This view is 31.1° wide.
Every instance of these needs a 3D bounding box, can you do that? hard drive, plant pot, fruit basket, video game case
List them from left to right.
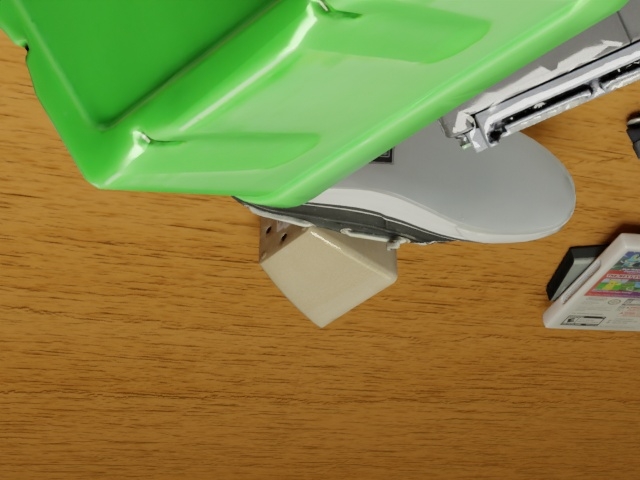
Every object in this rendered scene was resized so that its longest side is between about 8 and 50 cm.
[{"bbox_3d":[-0.036,-0.213,0.573,0.283,0.392,0.392,-31,143,31],"label":"fruit basket"},{"bbox_3d":[0.000,0.000,1.102,0.096,0.109,0.109,30,132,-31],"label":"plant pot"},{"bbox_3d":[0.338,0.036,1.328,0.135,0.022,0.094,-3,148,-11],"label":"hard drive"},{"bbox_3d":[0.190,-0.163,0.711,0.237,0.339,0.064,-23,104,19],"label":"hard drive"},{"bbox_3d":[0.385,0.052,1.325,0.201,0.023,0.183,4,146,-20],"label":"video game case"}]

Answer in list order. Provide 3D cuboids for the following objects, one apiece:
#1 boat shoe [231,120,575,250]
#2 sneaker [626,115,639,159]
[{"bbox_3d":[0.063,-0.043,1.007,0.306,0.113,0.105,4,157,0],"label":"boat shoe"},{"bbox_3d":[0.366,-0.116,1.027,0.163,0.086,0.226,-11,150,-4],"label":"sneaker"}]
